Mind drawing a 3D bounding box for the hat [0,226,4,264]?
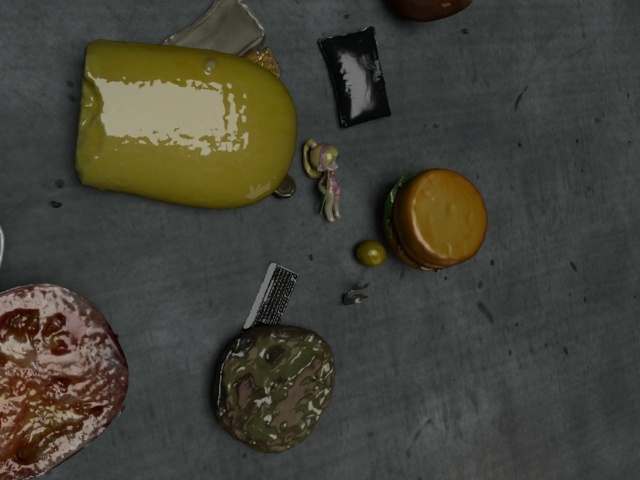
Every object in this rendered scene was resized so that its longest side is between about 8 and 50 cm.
[{"bbox_3d":[-0.625,0.016,1.103,0.203,0.126,0.203,0,90,-28],"label":"hat"}]

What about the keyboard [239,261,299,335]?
[{"bbox_3d":[-0.111,0.148,1.440,0.074,0.015,0.197,29,77,-25],"label":"keyboard"}]

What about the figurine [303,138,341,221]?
[{"bbox_3d":[0.008,-0.133,1.482,0.083,0.083,0.188,-22,113,-26],"label":"figurine"}]

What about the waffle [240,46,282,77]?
[{"bbox_3d":[-0.144,-0.346,1.402,0.135,0.021,0.092,-46,132,-20],"label":"waffle"}]

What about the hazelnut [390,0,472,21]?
[{"bbox_3d":[0.265,-0.594,1.539,0.214,0.176,0.215,-4,65,10],"label":"hazelnut"}]

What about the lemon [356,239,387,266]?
[{"bbox_3d":[0.117,0.030,1.535,0.083,0.062,0.062,16,83,-27],"label":"lemon"}]

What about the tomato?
[{"bbox_3d":[-0.512,0.228,1.152,0.338,0.143,0.339,-1,92,-33],"label":"tomato"}]

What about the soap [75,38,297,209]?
[{"bbox_3d":[-0.248,-0.219,1.303,0.426,0.115,0.306,7,92,-24],"label":"soap"}]

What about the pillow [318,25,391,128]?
[{"bbox_3d":[0.086,-0.370,1.524,0.141,0.055,0.209,-18,98,-18],"label":"pillow"}]

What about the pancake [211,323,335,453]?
[{"bbox_3d":[-0.099,0.310,1.419,0.294,0.049,0.295,-3,95,-34],"label":"pancake"}]

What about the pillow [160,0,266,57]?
[{"bbox_3d":[-0.218,-0.399,1.367,0.233,0.038,0.131,-47,113,-19],"label":"pillow"}]

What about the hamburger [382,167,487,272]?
[{"bbox_3d":[0.251,-0.045,1.547,0.245,0.170,0.246,6,76,-23],"label":"hamburger"}]

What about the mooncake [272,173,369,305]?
[{"bbox_3d":[0.004,0.002,1.478,0.150,0.057,0.347,-20,103,-14],"label":"mooncake"}]
